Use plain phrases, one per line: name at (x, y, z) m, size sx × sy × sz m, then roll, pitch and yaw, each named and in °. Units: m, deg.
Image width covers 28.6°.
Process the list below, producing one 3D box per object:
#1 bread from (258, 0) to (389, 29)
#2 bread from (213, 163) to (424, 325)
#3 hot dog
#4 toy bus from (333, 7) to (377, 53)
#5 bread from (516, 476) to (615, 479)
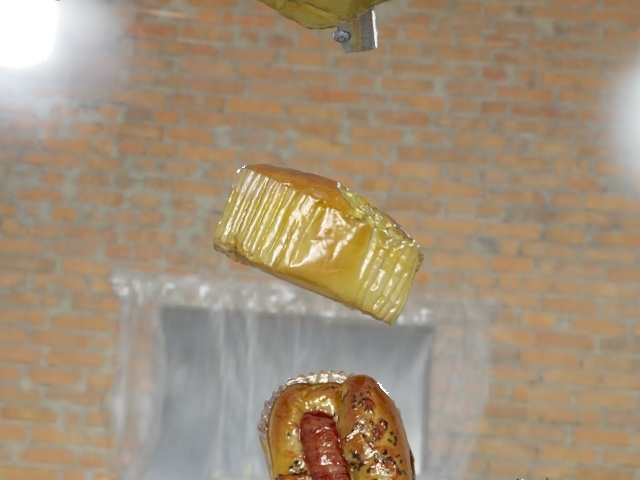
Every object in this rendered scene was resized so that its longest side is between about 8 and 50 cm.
bread at (0.073, -0.392, 1.155) m, size 0.210 × 0.300 × 0.341 m, roll 29°, pitch -40°, yaw 27°
bread at (0.000, 0.000, 1.503) m, size 0.250 × 0.133 × 0.179 m, roll 23°, pitch -7°, yaw -2°
hot dog at (0.017, 0.177, 0.871) m, size 0.108 × 0.191 × 0.059 m, roll -7°, pitch -33°, yaw -5°
toy bus at (0.054, -0.380, 2.064) m, size 0.075 × 0.064 × 0.190 m, roll -1°, pitch -25°, yaw 4°
bread at (0.336, 0.333, 1.270) m, size 0.179 × 0.194 × 0.340 m, roll -16°, pitch -23°, yaw 32°
